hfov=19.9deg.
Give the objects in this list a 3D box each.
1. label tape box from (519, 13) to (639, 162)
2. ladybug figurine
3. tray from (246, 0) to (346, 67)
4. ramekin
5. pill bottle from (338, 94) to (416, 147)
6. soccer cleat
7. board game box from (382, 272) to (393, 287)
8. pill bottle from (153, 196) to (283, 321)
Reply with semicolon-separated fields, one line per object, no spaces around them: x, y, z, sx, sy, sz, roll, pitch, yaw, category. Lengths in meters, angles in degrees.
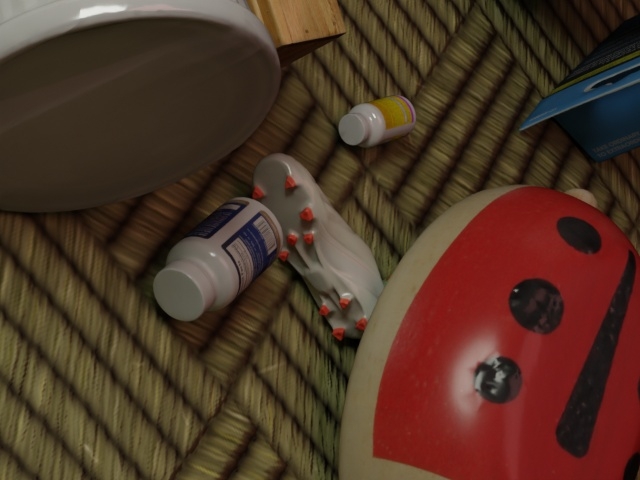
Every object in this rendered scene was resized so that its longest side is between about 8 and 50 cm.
0.407;-0.191;2.042;0.115;0.249;0.348;59;39;-11;label tape box
0.181;0.139;1.626;0.305;0.162;0.449;33;63;-29;ladybug figurine
-0.125;-0.329;1.507;0.076;0.203;0.410;-15;86;-38;tray
-0.173;-0.139;1.340;0.273;0.273;0.127;9;55;-47;ramekin
0.053;-0.114;1.757;0.083;0.043;0.043;-20;88;-52;pill bottle
0.000;0.000;1.629;0.196;0.068;0.076;60;33;-21;soccer cleat
0.142;0.068;1.771;0.170;0.048;0.141;-35;101;-51;board game box
-0.086;0.018;1.511;0.067;0.067;0.120;59;39;-11;pill bottle
